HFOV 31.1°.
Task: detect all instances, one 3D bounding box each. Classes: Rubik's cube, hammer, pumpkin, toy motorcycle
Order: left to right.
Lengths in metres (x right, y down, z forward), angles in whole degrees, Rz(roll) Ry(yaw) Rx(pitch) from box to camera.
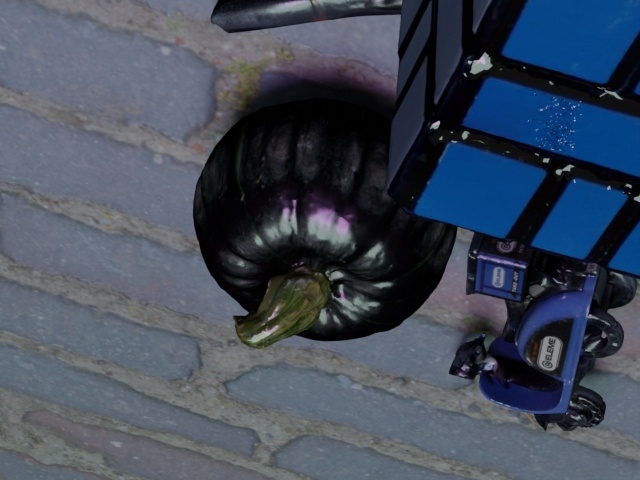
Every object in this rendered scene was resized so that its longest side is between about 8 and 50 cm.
[{"bbox_3d":[0.000,0.000,1.241,0.295,0.296,0.296,9,142,8],"label":"pumpkin"},{"bbox_3d":[0.031,-0.231,1.134,0.289,0.037,0.137,-2,137,20],"label":"hammer"},{"bbox_3d":[0.265,0.118,1.427,0.212,0.125,0.359,14,141,15],"label":"toy motorcycle"},{"bbox_3d":[0.230,-0.172,0.911,0.288,0.294,0.283,16,136,-7],"label":"Rubik's cube"}]
